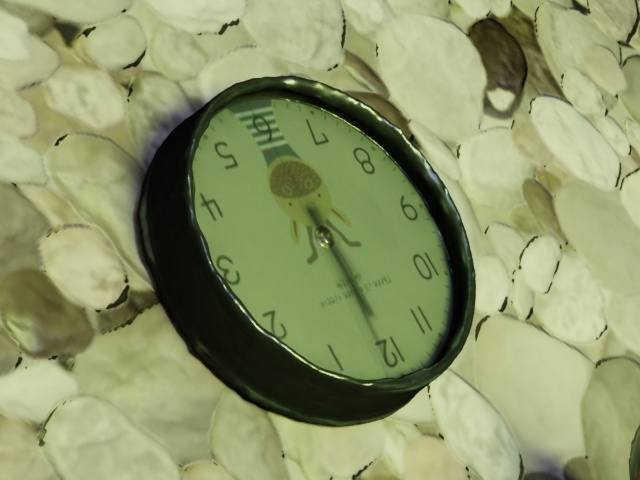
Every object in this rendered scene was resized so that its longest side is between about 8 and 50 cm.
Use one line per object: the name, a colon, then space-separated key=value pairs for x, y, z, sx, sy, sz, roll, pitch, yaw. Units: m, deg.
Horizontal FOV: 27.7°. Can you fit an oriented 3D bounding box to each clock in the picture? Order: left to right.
clock: x=0.000 y=0.000 z=0.649 sx=0.184 sy=0.040 sz=0.184 roll=20 pitch=52 yaw=-28

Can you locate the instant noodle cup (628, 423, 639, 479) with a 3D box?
instant noodle cup: x=0.206 y=0.211 z=0.557 sx=0.243 sy=0.243 sz=0.231 roll=46 pitch=52 yaw=-5
